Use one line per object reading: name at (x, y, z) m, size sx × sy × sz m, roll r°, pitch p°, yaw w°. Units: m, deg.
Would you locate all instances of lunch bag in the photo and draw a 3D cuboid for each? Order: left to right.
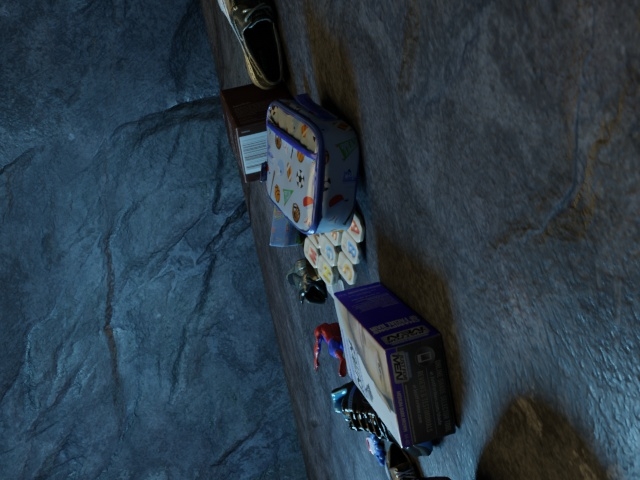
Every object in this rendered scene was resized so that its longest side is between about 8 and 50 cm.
lunch bag at (-0.028, -0.160, 1.612) m, size 0.303 × 0.115 × 0.243 m, roll -137°, pitch 44°, yaw -56°

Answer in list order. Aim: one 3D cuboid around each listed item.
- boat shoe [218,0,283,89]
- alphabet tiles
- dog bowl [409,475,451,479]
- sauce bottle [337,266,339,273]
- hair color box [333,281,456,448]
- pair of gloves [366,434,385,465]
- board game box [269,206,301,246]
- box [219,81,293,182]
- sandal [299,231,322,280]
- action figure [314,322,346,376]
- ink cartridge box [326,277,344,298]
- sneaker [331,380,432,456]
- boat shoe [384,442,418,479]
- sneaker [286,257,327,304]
boat shoe at (-0.155, -0.534, 1.948) m, size 0.119 × 0.121 × 0.335 m, roll 21°, pitch 135°, yaw 66°
alphabet tiles at (0.012, -0.044, 1.740) m, size 0.278 × 0.021 × 0.284 m, roll 52°, pitch 144°, yaw 43°
dog bowl at (0.202, 0.550, 1.230) m, size 0.408 × 0.150 × 0.408 m, roll 157°, pitch 90°, yaw -90°
sauce bottle at (0.016, 0.038, 1.979) m, size 0.128 × 0.042 × 0.042 m, roll -121°, pitch 19°, yaw -52°
hair color box at (0.125, 0.213, 1.464) m, size 0.339 × 0.110 × 0.185 m, roll -143°, pitch 40°, yaw -71°
pair of gloves at (0.126, 0.484, 2.084) m, size 0.159 × 0.023 × 0.198 m, roll 132°, pitch 122°, yaw -78°
board game box at (-0.073, -0.067, 1.971) m, size 0.211 × 0.039 × 0.160 m, roll -6°, pitch -77°, yaw -78°
box at (-0.146, -0.284, 2.044) m, size 0.203 × 0.167 × 0.168 m, roll -116°, pitch 14°, yaw -48°
sandal at (0.000, 0.000, 1.947) m, size 0.090 × 0.060 × 0.219 m, roll -42°, pitch 47°, yaw 39°
action figure at (0.046, 0.300, 2.049) m, size 0.280 × 0.091 × 0.139 m, roll -130°, pitch 36°, yaw -67°
ink cartridge box at (0.036, 0.115, 2.020) m, size 0.083 × 0.028 × 0.048 m, roll -134°, pitch 30°, yaw -69°
sneaker at (0.121, 0.354, 1.594) m, size 0.341 × 0.139 × 0.125 m, roll -164°, pitch 61°, yaw -77°
boat shoe at (0.176, 0.510, 1.724) m, size 0.183 × 0.066 × 0.066 m, roll -122°, pitch 21°, yaw -60°
sneaker at (-0.041, 0.135, 2.307) m, size 0.227 × 0.087 × 0.130 m, roll 128°, pitch 133°, yaw -71°
